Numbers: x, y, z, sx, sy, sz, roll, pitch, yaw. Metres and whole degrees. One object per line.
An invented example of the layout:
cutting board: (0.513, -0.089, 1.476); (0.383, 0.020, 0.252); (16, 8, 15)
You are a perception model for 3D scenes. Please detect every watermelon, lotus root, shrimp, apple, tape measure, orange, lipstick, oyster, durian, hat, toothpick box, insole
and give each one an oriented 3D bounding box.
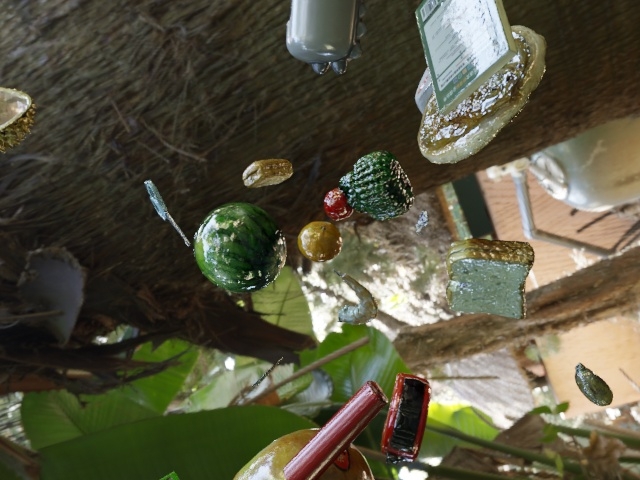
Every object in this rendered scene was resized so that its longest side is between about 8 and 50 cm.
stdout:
watermelon: (-0.298, 0.026, 1.995); (0.363, 0.363, 0.363); (-19, -90, -76)
lotus root: (0.552, 0.295, 1.086); (0.099, 0.049, 0.054); (52, -175, 6)
shrimp: (0.144, 0.249, 2.137); (0.068, 0.185, 0.287); (-57, -32, -38)
apple: (-0.038, 0.677, 1.332); (0.333, 0.400, 0.400); (55, -177, 36)
tape measure: (0.249, 0.523, 1.548); (0.260, 0.114, 0.253); (14, -91, -81)
orange: (0.000, 0.000, 1.839); (0.124, 0.156, 0.156); (97, 170, -47)
lipstick: (0.035, 0.424, 1.156); (0.073, 0.280, 0.073); (42, -175, -5)
oyster: (0.303, -0.059, 1.598); (0.083, 0.019, 0.054); (119, 156, -46)
durian: (-0.874, -0.320, 1.471); (0.250, 0.183, 0.138); (-118, 28, -45)
hat: (0.166, -0.184, 2.026); (0.274, 0.332, 0.242); (53, -151, -33)
toothpick box: (0.023, -0.618, 1.454); (0.229, 0.229, 0.316); (-37, -48, -75)
insole: (-0.157, 0.395, 1.579); (0.009, 0.119, 0.348); (45, 163, 7)

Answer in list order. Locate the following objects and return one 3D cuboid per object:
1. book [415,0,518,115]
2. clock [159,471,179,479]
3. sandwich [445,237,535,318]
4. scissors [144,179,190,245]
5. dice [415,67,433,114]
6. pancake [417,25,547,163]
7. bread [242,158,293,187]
book: (0.274, -0.413, 1.046); (0.027, 0.202, 0.264); (3, -113, -28)
clock: (-0.550, 0.961, 1.784); (0.235, 0.309, 0.166); (40, 157, 31)
sandwich: (0.505, 0.114, 1.614); (0.273, 0.249, 0.095); (77, -155, -43)
scissors: (-0.623, -0.096, 2.172); (0.360, 0.029, 0.191); (49, 154, 28)
dice: (0.530, -0.550, 1.833); (0.277, 0.304, 0.304); (-66, 5, -20)
pancake: (0.352, -0.328, 1.200); (0.065, 0.356, 0.356); (30, -145, -28)
bread: (-0.200, -0.259, 2.042); (0.211, 0.114, 0.083); (-15, -105, -56)
